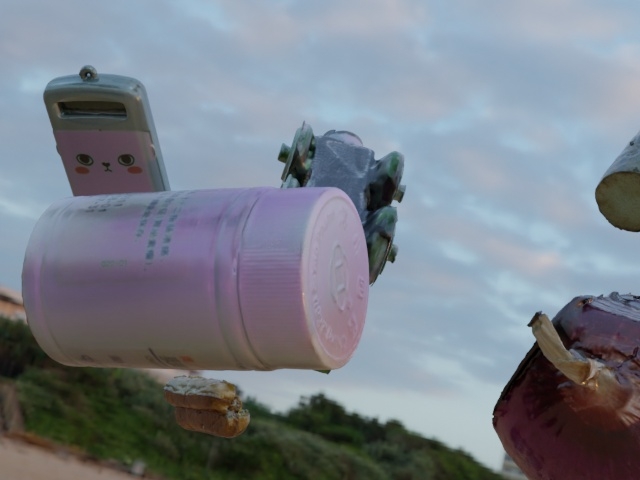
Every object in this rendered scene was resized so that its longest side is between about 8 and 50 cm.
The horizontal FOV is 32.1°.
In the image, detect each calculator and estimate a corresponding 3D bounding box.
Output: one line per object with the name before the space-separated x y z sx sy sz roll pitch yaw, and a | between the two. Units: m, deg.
calculator | -0.277 -0.122 1.460 0.141 0.045 0.246 3 -52 14

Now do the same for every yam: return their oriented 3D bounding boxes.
yam | 0.479 -0.107 1.588 0.107 0.194 0.107 25 -41 24

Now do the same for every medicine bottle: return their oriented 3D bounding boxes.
medicine bottle | -0.100 0.033 0.926 0.254 0.152 0.152 -1 -19 23

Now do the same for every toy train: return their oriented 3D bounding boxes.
toy train | 0.000 0.000 1.449 0.173 0.307 0.249 18 -52 -5

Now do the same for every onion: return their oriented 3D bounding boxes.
onion | 0.333 0.182 1.151 0.230 0.256 0.272 39 40 24

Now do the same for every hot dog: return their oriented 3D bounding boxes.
hot dog | -0.136 0.193 1.300 0.071 0.045 0.165 59 -26 -13
